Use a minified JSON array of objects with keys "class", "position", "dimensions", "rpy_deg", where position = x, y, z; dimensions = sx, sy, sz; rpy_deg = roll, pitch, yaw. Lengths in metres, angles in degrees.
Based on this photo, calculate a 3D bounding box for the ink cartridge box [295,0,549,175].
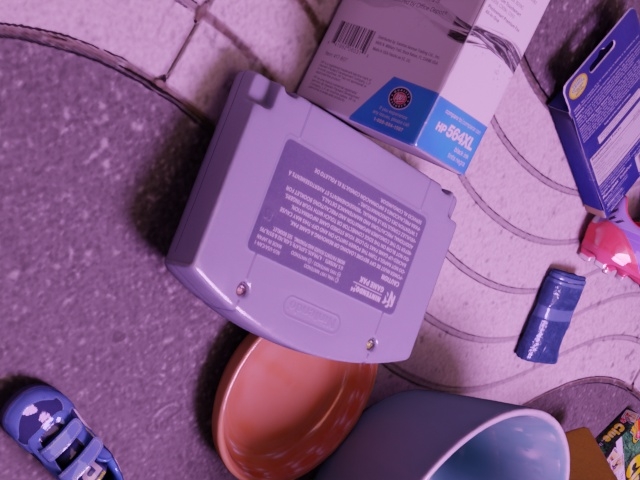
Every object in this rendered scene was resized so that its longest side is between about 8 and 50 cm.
[{"class":"ink cartridge box","position":[0.093,-0.178,0.948],"dimensions":[0.086,0.148,0.203],"rpy_deg":[24,94,-48]}]

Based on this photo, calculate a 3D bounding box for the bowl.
[{"class":"bowl","position":[0.103,0.283,1.201],"dimensions":[0.312,0.163,0.311],"rpy_deg":[-23,126,-36]}]

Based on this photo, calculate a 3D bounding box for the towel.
[{"class":"towel","position":[0.281,0.094,1.376],"dimensions":[0.067,0.029,0.119],"rpy_deg":[11,103,-46]}]

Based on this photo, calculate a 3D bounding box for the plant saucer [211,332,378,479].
[{"class":"plant saucer","position":[-0.027,0.140,1.088],"dimensions":[0.200,0.037,0.200],"rpy_deg":[-22,125,-35]}]

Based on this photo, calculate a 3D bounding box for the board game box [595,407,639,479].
[{"class":"board game box","position":[0.433,0.378,1.685],"dimensions":[0.136,0.030,0.259],"rpy_deg":[-40,135,-25]}]

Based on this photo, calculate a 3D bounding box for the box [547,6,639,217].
[{"class":"box","position":[0.327,-0.146,1.284],"dimensions":[0.136,0.036,0.225],"rpy_deg":[-48,138,-15]}]

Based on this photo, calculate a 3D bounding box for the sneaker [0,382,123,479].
[{"class":"sneaker","position":[-0.202,0.167,0.912],"dimensions":[0.053,0.059,0.144],"rpy_deg":[-45,135,-14]}]

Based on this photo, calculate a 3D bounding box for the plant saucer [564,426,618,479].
[{"class":"plant saucer","position":[0.257,0.419,1.368],"dimensions":[0.081,0.333,0.332],"rpy_deg":[21,104,-6]}]

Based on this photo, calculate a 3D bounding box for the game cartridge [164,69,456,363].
[{"class":"game cartridge","position":[0.000,0.000,0.992],"dimensions":[0.294,0.060,0.196],"rpy_deg":[27,77,-45]}]

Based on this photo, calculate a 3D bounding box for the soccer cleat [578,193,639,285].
[{"class":"soccer cleat","position":[0.430,0.032,1.401],"dimensions":[0.248,0.083,0.095],"rpy_deg":[27,96,-22]}]
